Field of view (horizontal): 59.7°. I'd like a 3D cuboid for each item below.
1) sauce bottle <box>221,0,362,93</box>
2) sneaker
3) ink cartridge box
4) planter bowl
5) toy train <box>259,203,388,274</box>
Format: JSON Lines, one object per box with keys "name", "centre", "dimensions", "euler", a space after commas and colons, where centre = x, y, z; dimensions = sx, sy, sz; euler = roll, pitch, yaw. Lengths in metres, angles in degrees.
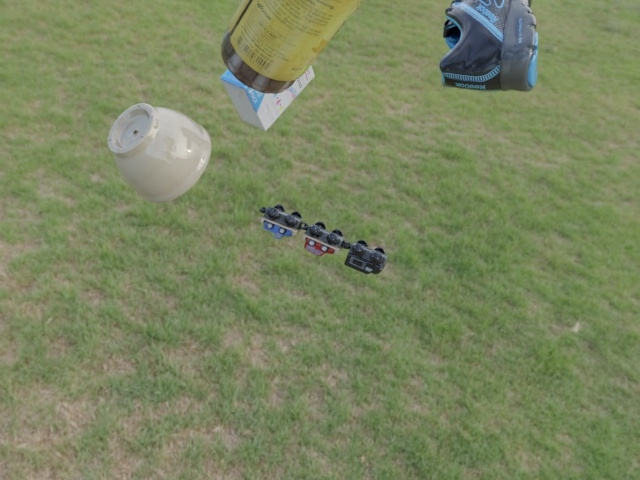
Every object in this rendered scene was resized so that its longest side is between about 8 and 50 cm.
{"name": "sauce bottle", "centre": [0.009, -0.292, 0.582], "dimensions": [0.111, 0.344, 0.111], "euler": [16, 60, -29]}
{"name": "sneaker", "centre": [0.258, -0.371, 0.860], "dimensions": [0.140, 0.125, 0.341], "euler": [0, 57, 19]}
{"name": "ink cartridge box", "centre": [-0.075, -0.292, 0.953], "dimensions": [0.061, 0.104, 0.181], "euler": [29, 71, 28]}
{"name": "planter bowl", "centre": [-0.280, -0.158, 0.928], "dimensions": [0.162, 0.109, 0.162], "euler": [-12, 61, 23]}
{"name": "toy train", "centre": [0.000, 0.000, 0.640], "dimensions": [0.158, 0.036, 0.027], "euler": [24, 21, 9]}
